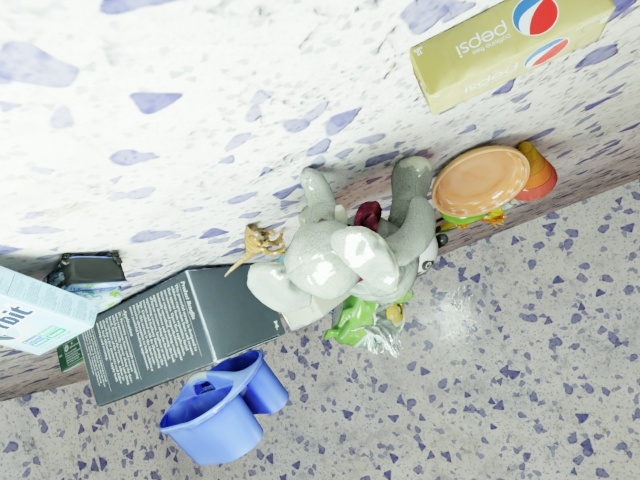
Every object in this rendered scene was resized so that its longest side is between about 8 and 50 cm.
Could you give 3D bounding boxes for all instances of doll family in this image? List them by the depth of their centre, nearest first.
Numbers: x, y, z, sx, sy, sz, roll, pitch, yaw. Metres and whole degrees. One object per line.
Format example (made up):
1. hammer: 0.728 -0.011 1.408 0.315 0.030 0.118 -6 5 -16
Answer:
1. doll family: 0.467 -0.089 1.337 0.262 0.119 0.163 -14 167 -30

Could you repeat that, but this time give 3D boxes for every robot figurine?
1. robot figurine: 0.267 0.039 1.451 0.209 0.173 0.278 -58 173 -8

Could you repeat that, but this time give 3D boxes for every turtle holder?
1. turtle holder: 0.163 0.211 1.536 0.227 0.243 0.321 18 115 -12

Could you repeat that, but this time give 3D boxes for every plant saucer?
1. plant saucer: 0.325 -0.124 0.968 0.199 0.037 0.200 -6 144 -4

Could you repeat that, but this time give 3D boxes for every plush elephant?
1. plush elephant: 0.033 0.005 0.733 0.271 0.330 0.255 -18 153 28

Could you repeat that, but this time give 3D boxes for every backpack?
1. backpack: -0.378 0.075 0.744 0.114 0.084 0.105 -24 166 34

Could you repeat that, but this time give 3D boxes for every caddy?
1. caddy: -0.244 0.386 1.129 0.341 0.179 0.241 -30 -170 41

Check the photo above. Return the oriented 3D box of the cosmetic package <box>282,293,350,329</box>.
1. cosmetic package: 0.025 0.106 1.296 0.296 0.129 0.153 -31 179 -45

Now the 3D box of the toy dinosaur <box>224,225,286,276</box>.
1. toy dinosaur: -0.133 0.010 0.966 0.112 0.064 0.211 2 153 -15

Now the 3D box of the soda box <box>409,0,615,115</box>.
1. soda box: 0.186 -0.200 0.478 0.181 0.058 0.061 -23 169 14

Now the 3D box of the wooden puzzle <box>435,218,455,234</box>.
1. wooden puzzle: 0.488 -0.066 1.678 0.220 0.044 0.238 -8 163 -46

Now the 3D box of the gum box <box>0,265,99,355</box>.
1. gum box: -0.436 0.096 0.647 0.156 0.041 0.184 -25 138 29

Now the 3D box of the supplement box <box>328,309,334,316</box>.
1. supplement box: 0.101 0.177 1.732 0.220 0.111 0.114 -58 160 8

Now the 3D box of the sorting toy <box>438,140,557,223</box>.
1. sorting toy: 0.342 -0.130 1.063 0.365 0.127 0.126 -20 140 14

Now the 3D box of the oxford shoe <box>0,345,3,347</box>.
1. oxford shoe: -0.581 0.151 0.798 0.076 0.076 0.212 9 150 -42

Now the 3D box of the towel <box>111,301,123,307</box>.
1. towel: -0.491 0.147 1.083 0.060 0.010 0.083 -18 169 -16

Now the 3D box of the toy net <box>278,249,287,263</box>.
1. toy net: -0.003 0.023 1.248 0.232 0.045 0.122 -21 169 2

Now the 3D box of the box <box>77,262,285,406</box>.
1. box: -0.347 0.229 1.184 0.395 0.212 0.293 -24 170 23

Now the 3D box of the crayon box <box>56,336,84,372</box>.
1. crayon box: -0.609 0.309 1.462 0.203 0.083 0.322 -28 166 35

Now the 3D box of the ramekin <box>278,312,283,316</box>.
1. ramekin: -0.085 0.160 1.528 0.277 0.135 0.277 -19 169 -4
